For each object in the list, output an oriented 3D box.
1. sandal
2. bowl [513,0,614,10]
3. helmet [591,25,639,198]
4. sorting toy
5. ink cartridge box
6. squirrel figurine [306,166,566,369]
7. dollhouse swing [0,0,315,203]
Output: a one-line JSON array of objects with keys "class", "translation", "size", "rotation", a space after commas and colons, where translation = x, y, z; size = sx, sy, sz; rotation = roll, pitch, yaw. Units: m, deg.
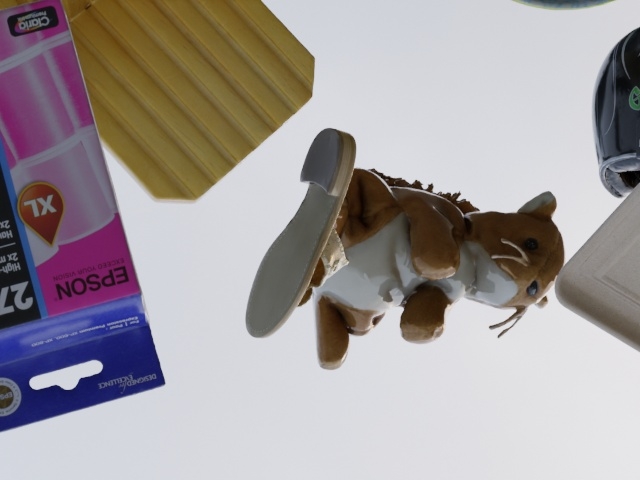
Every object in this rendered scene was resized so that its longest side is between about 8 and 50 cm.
[{"class": "sandal", "translation": [0.003, 0.002, 1.725], "size": [0.079, 0.240, 0.088], "rotation": [14, -167, -35]}, {"class": "bowl", "translation": [0.245, -0.383, 1.656], "size": [0.289, 0.289, 0.156], "rotation": [29, -169, -2]}, {"class": "helmet", "translation": [0.322, -0.121, 1.455], "size": [0.169, 0.161, 0.169], "rotation": [12, 162, 4]}, {"class": "sorting toy", "translation": [0.305, 0.018, 1.205], "size": [0.193, 0.208, 0.038], "rotation": [31, -139, -5]}, {"class": "ink cartridge box", "translation": [-0.272, -0.023, 1.475], "size": [0.175, 0.371, 0.069], "rotation": [-15, 179, -7]}, {"class": "squirrel figurine", "translation": [0.168, 0.001, 2.417], "size": [0.370, 0.281, 0.397], "rotation": [-3, -162, -2]}, {"class": "dollhouse swing", "translation": [-0.191, -0.270, 2.059], "size": [0.305, 0.347, 0.315], "rotation": [44, 164, 15]}]
